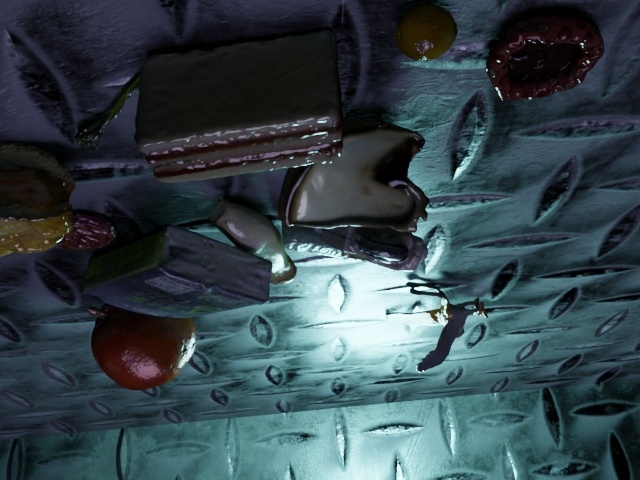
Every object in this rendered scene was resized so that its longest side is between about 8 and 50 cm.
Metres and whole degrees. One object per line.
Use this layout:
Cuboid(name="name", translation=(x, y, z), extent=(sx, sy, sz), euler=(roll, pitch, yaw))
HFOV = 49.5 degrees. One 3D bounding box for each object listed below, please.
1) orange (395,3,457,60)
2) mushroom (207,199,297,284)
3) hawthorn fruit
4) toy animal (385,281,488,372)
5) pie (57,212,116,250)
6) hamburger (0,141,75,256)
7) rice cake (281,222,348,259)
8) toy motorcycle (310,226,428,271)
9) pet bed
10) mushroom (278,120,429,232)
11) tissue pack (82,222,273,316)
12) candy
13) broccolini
Cuboid(name="orange", translation=(0.164, -0.317, 1.062), extent=(0.095, 0.085, 0.085), euler=(-11, 154, -13))
Cuboid(name="mushroom", translation=(-0.148, 0.010, 1.627), extent=(0.122, 0.095, 0.351), euler=(3, 155, 21))
Cuboid(name="hawthorn fruit", translation=(-0.502, 0.253, 1.865), extent=(0.276, 0.276, 0.307), euler=(-21, 135, 27))
Cuboid(name="toy animal", translation=(0.375, 0.209, 2.130), extent=(0.302, 0.225, 0.284), euler=(-11, 134, -19))
Cuboid(name="pie", translation=(-0.533, -0.017, 1.555), extent=(0.154, 0.036, 0.154), euler=(-4, 153, -2))
Cuboid(name="hamburger", translation=(-0.627, -0.065, 1.309), extent=(0.330, 0.162, 0.209), euler=(-1, 155, -13))
Cuboid(name="rice cake", translation=(-0.001, 0.000, 1.658), extent=(0.206, 0.069, 0.063), euler=(14, 147, -31))
Cuboid(name="toy motorcycle", translation=(0.120, 0.002, 1.507), extent=(0.223, 0.108, 0.340), euler=(10, -174, -28))
Cuboid(name="pet bed", translation=(0.372, -0.304, 1.161), extent=(0.201, 0.053, 0.201), euler=(-6, 158, -3))
Cuboid(name="mushroom", translation=(0.071, -0.139, 1.359), extent=(0.292, 0.212, 0.217), euler=(7, 109, -8))
Cuboid(name="tissue pack", translation=(-0.338, 0.087, 1.606), extent=(0.288, 0.124, 0.394), euler=(21, 156, -35))
Cuboid(name="candy", translation=(-0.121, -0.208, 1.104), extent=(0.320, 0.179, 0.135), euler=(-9, 153, 2))
Cuboid(name="broccolini", translation=(-0.353, -0.221, 1.193), extent=(0.218, 0.042, 0.044), euler=(-29, 145, 35))
